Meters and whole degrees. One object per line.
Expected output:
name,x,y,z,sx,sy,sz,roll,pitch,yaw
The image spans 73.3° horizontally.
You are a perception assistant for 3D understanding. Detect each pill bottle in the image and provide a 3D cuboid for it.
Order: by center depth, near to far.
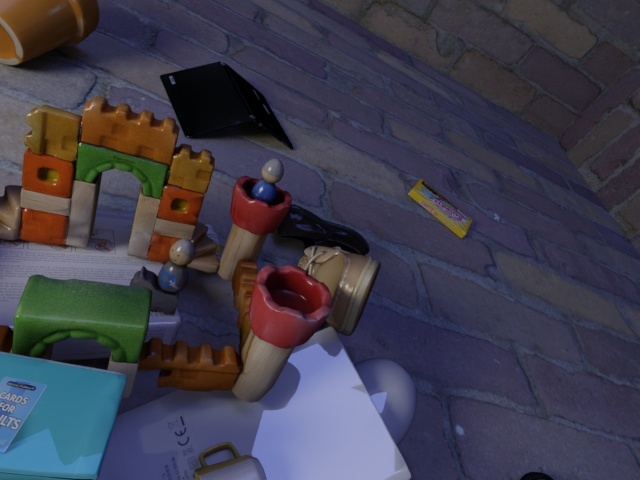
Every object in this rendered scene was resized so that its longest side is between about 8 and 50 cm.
pill bottle,-0.195,0.013,0.751,0.043,0.043,0.083,4,48,-34

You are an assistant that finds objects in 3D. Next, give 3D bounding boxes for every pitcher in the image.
pitcher,0.033,0.249,0.628,0.178,0.125,0.207,45,50,11

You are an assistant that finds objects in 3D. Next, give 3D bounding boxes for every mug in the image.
mug,-0.093,0.249,0.447,0.064,0.062,0.078,-13,66,-28

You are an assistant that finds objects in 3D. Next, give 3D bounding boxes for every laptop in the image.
laptop,-0.230,-0.322,1.089,0.264,0.136,0.234,25,33,-57

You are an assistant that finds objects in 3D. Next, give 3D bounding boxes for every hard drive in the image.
hard drive,-0.080,0.254,0.507,0.319,0.040,0.210,-18,61,-22

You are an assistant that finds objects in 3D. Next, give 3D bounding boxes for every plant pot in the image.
plant pot,-0.573,-0.444,0.823,0.205,0.205,0.188,27,55,-13

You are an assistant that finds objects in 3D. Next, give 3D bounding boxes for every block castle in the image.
block castle,-0.233,-0.009,0.475,0.453,0.212,0.303,12,31,-24

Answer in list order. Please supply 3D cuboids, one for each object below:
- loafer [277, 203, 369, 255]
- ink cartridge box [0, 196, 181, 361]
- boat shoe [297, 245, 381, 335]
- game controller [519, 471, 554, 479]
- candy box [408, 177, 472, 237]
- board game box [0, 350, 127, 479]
loafer,0.000,0.000,0.901,0.220,0.080,0.078,23,73,-19
ink cartridge box,-0.363,0.043,0.576,0.296,0.066,0.261,6,32,-33
boat shoe,0.011,0.068,0.695,0.110,0.121,0.341,24,-5,-3
game controller,0.340,0.501,0.663,0.319,0.067,0.166,-14,46,-45
candy box,0.365,-0.100,1.303,0.206,0.027,0.105,40,42,5
board game box,-0.350,0.156,0.320,0.336,0.254,0.079,19,41,-21
